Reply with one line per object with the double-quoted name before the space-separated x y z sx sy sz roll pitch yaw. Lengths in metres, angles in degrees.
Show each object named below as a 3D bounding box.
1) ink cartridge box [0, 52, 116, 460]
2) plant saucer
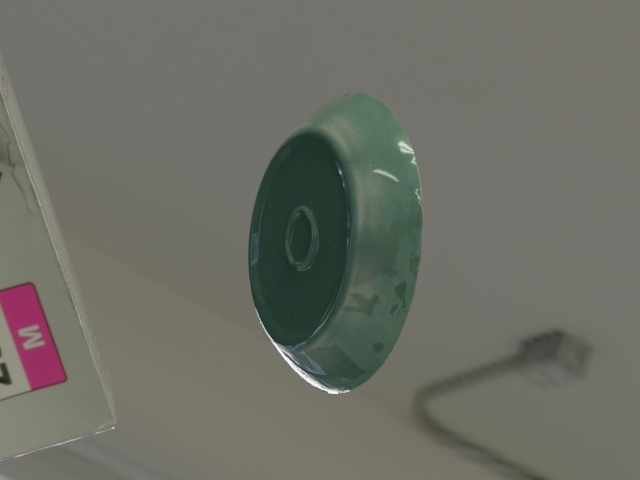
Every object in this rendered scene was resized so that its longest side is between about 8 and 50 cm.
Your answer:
"ink cartridge box" -0.246 -0.007 0.888 0.239 0.060 0.275 -17 -66 -3
"plant saucer" 0.000 0.000 0.768 0.021 0.119 0.119 5 -15 -29
